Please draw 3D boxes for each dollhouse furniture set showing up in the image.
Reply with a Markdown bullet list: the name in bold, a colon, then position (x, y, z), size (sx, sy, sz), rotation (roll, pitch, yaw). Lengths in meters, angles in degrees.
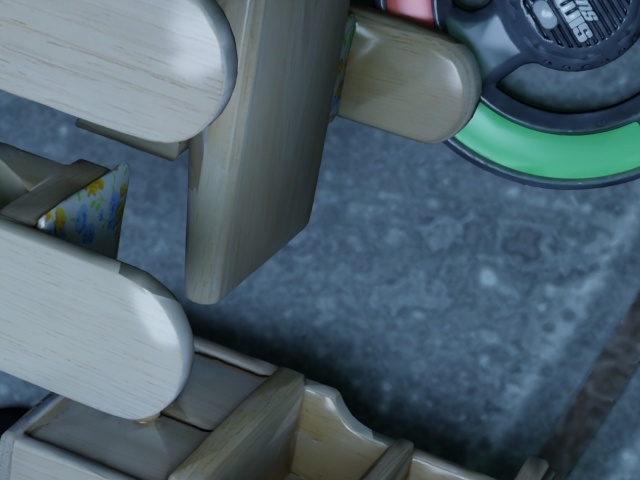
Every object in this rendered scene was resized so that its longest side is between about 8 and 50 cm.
- **dollhouse furniture set**: position (0.000, 0.000, 0.909), size (0.256, 0.362, 0.394), rotation (20, 119, 17)

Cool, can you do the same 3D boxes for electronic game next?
- **electronic game**: position (0.145, -0.142, 1.054), size (0.229, 0.048, 0.229), rotation (1, 103, 3)

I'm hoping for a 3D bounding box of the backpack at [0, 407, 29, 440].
- **backpack**: position (-0.122, 0.275, 1.001), size (0.290, 0.355, 0.273), rotation (18, 103, -2)
